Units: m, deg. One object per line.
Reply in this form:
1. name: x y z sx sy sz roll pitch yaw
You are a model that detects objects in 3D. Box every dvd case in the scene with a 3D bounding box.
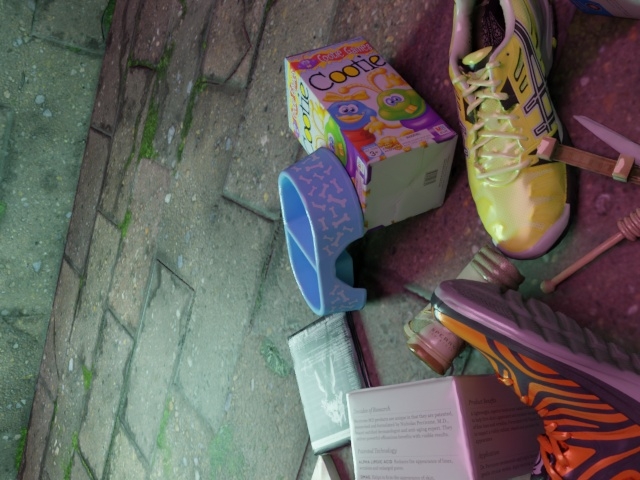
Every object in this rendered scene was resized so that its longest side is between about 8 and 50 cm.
1. dvd case: 0.019 0.245 1.003 0.164 0.018 0.221 -36 58 38

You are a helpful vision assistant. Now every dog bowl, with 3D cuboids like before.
1. dog bowl: 0.000 0.000 0.902 0.166 0.074 0.297 53 158 44

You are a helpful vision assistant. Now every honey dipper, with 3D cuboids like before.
1. honey dipper: 0.325 0.015 0.681 0.160 0.030 0.030 -46 53 37

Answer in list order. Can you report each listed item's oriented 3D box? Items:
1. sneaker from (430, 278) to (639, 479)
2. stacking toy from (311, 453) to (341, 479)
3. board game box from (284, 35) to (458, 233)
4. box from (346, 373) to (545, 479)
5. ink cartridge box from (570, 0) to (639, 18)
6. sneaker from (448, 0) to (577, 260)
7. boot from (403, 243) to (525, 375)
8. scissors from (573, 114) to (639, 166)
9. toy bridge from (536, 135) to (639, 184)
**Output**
1. sneaker: 0.236 0.178 0.597 0.321 0.124 0.180 29 110 10
2. stacking toy: -0.037 0.539 0.940 0.309 0.130 0.279 52 123 38
3. board game box: 0.064 -0.169 0.877 0.144 0.142 0.275 88 156 -50
4. box: 0.161 0.236 0.719 0.182 0.181 0.119 -24 66 44
5. ink cartridge box: 0.354 -0.296 0.602 0.203 0.148 0.086 32 107 45
6. sneaker: 0.223 -0.164 0.733 0.145 0.147 0.384 -16 75 45
7. boot: 0.186 0.085 0.750 0.077 0.213 0.165 40 94 9
8. scissors: 0.388 -0.058 0.625 0.297 0.021 0.109 33 109 45
9. toy bridge: 0.331 -0.078 0.625 0.188 0.063 0.026 23 102 27
